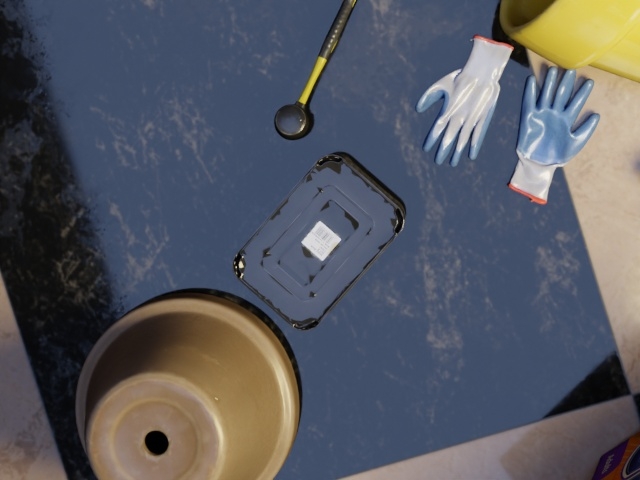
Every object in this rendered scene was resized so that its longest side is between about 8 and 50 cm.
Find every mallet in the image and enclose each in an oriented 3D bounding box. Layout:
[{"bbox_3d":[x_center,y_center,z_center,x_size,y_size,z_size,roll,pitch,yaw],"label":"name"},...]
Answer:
[{"bbox_3d":[-0.002,-0.199,1.618,0.039,0.062,0.189,25,81,1],"label":"mallet"}]

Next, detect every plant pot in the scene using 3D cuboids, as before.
[{"bbox_3d":[0.355,-0.268,1.487,0.239,0.254,0.254,29,96,-13],"label":"plant pot"},{"bbox_3d":[-0.162,0.202,1.562,0.263,0.229,0.263,0,96,5],"label":"plant pot"}]

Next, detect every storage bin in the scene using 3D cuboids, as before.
[{"bbox_3d":[0.000,0.000,1.605,0.122,0.084,0.180,41,97,0],"label":"storage bin"}]

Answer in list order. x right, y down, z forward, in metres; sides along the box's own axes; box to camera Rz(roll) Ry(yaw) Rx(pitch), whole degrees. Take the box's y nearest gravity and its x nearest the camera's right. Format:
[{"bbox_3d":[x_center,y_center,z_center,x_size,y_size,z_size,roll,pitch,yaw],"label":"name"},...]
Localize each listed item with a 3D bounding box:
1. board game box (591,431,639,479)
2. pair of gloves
[{"bbox_3d":[0.491,0.343,1.408,0.356,0.356,0.356,-40,91,29],"label":"board game box"},{"bbox_3d":[0.210,-0.141,1.608,0.198,0.023,0.159,23,96,2],"label":"pair of gloves"}]
